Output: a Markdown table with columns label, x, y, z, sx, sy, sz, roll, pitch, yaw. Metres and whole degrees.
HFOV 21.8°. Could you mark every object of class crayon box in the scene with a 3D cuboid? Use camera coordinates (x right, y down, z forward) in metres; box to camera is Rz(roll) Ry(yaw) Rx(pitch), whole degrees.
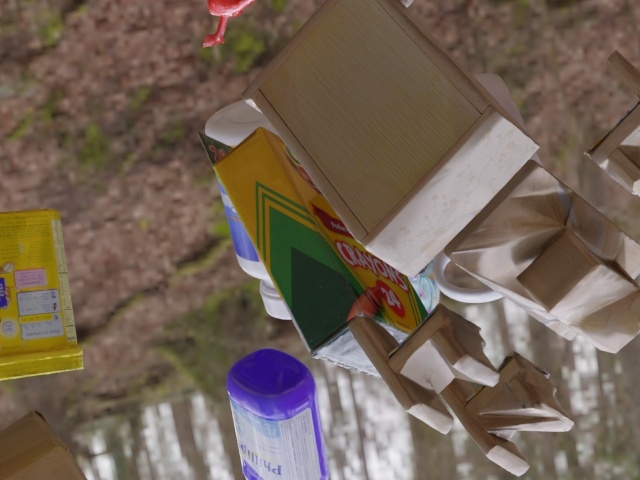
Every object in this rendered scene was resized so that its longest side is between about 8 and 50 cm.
| label | x | y | z | sx | sy | sz | roll | pitch | yaw |
| --- | --- | --- | --- | --- | --- | --- | --- | --- | --- |
| crayon box | 0.000 | 0.000 | 1.870 | 0.081 | 0.318 | 0.202 | -39 | 150 | 17 |

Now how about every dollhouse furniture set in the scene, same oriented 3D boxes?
| label | x | y | z | sx | sy | sz | roll | pitch | yaw |
| --- | --- | --- | --- | --- | --- | --- | --- | --- | --- |
| dollhouse furniture set | 0.152 | -0.042 | 1.536 | 0.362 | 0.394 | 0.256 | -46 | -135 | 12 |

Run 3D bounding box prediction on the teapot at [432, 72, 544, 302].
| label | x | y | z | sx | sy | sz | roll | pitch | yaw |
| --- | --- | --- | --- | --- | --- | --- | --- | --- | --- |
| teapot | 0.179 | -0.068 | 2.040 | 0.187 | 0.252 | 0.256 | -24 | -175 | 4 |

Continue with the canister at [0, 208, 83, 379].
| label | x | y | z | sx | sy | sz | roll | pitch | yaw |
| --- | --- | --- | --- | --- | --- | --- | --- | --- | --- |
| canister | -0.316 | 0.057 | 1.709 | 0.126 | 0.170 | 0.073 | -5 | 175 | -35 |

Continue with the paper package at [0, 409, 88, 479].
| label | x | y | z | sx | sy | sz | roll | pitch | yaw |
| --- | --- | --- | --- | --- | --- | --- | --- | --- | --- |
| paper package | -0.363 | 0.407 | 1.863 | 0.325 | 0.309 | 0.168 | -33 | -166 | -13 |

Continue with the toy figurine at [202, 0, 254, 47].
| label | x | y | z | sx | sy | sz | roll | pitch | yaw |
| --- | --- | --- | --- | --- | --- | --- | --- | --- | --- |
| toy figurine | -0.070 | -0.337 | 1.116 | 0.217 | 0.362 | 0.191 | -36 | 174 | -41 |

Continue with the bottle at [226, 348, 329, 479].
| label | x | y | z | sx | sy | sz | roll | pitch | yaw |
| --- | --- | --- | --- | --- | --- | --- | --- | --- | --- |
| bottle | -0.047 | 0.275 | 2.095 | 0.092 | 0.282 | 0.118 | -30 | -141 | -31 |

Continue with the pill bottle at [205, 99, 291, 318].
| label | x | y | z | sx | sy | sz | roll | pitch | yaw |
| --- | --- | --- | --- | --- | --- | --- | --- | --- | --- |
| pill bottle | -0.047 | -0.042 | 2.141 | 0.152 | 0.272 | 0.152 | -11 | -159 | 5 |

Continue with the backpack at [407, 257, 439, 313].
| label | x | y | z | sx | sy | sz | roll | pitch | yaw |
| --- | --- | --- | --- | --- | --- | --- | --- | --- | --- |
| backpack | 0.100 | 0.069 | 2.182 | 0.115 | 0.182 | 0.152 | 5 | -150 | 5 |
